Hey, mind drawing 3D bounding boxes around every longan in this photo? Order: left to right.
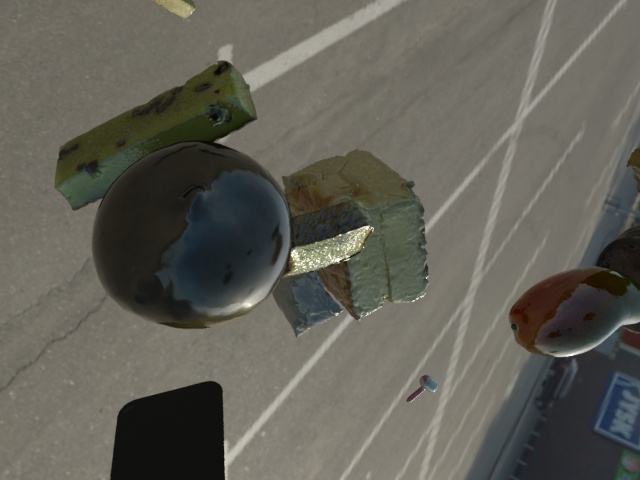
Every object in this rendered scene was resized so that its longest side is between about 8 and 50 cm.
[{"bbox_3d":[-0.186,-0.003,1.081,0.297,0.297,0.297,-49,153,-36],"label":"longan"}]

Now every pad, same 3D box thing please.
[{"bbox_3d":[-0.277,0.461,1.538,0.375,0.315,0.063,-100,174,-52],"label":"pad"}]

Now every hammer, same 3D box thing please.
[{"bbox_3d":[0.233,0.350,1.725,0.083,0.031,0.052,-43,126,9],"label":"hammer"}]

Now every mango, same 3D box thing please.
[{"bbox_3d":[0.473,0.121,1.344,0.289,0.146,0.129,-20,153,-28],"label":"mango"}]

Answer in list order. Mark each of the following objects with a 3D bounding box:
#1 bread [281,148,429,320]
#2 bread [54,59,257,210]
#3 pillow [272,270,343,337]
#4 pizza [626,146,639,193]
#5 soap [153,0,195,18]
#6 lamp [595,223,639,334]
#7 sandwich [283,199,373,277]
[{"bbox_3d":[0.107,-0.029,2.136,0.279,0.390,0.371,-23,127,-18],"label":"bread"},{"bbox_3d":[-0.282,-0.182,1.256,0.077,0.362,0.138,55,16,-40],"label":"bread"},{"bbox_3d":[-0.055,0.121,1.959,0.270,0.173,0.067,61,25,-15],"label":"pillow"},{"bbox_3d":[0.688,-0.070,1.382,0.089,0.324,0.223,-57,-178,9],"label":"pizza"},{"bbox_3d":[-0.302,-0.445,1.194,0.037,0.092,0.252,-29,160,25],"label":"soap"},{"bbox_3d":[0.686,0.077,1.518,0.247,0.247,0.247,-49,153,-36],"label":"lamp"},{"bbox_3d":[0.000,0.000,1.420,0.186,0.065,0.214,-17,165,-7],"label":"sandwich"}]
